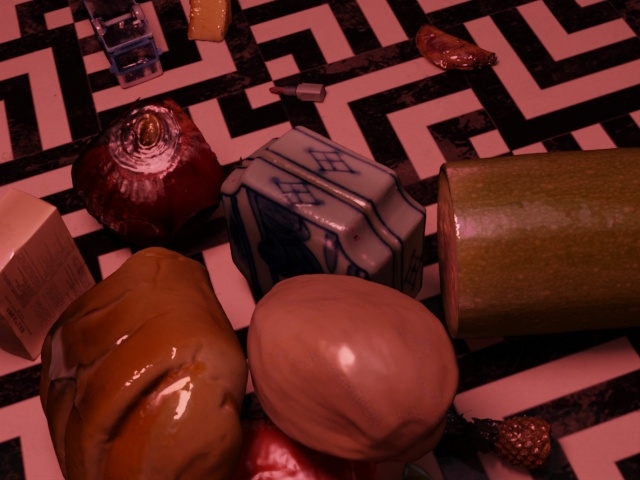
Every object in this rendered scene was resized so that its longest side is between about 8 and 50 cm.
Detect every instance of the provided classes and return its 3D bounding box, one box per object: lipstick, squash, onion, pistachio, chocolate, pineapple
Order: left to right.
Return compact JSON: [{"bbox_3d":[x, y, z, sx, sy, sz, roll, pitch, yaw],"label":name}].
[{"bbox_3d":[-0.275,-0.087,1.449,0.207,0.216,0.206,-38,81,-14],"label":"onion"},{"bbox_3d":[-0.041,0.351,1.164,0.238,0.108,0.234,-5,55,5],"label":"chocolate"},{"bbox_3d":[-0.045,-0.276,1.660,0.107,0.025,0.025,6,55,18],"label":"lipstick"},{"bbox_3d":[0.026,0.151,1.118,0.332,0.208,0.226,21,72,45],"label":"pistachio"},{"bbox_3d":[0.232,0.265,1.217,0.160,0.074,0.074,6,56,17],"label":"pineapple"},{"bbox_3d":[0.367,0.000,1.271,0.385,0.263,0.263,-4,54,3],"label":"squash"}]

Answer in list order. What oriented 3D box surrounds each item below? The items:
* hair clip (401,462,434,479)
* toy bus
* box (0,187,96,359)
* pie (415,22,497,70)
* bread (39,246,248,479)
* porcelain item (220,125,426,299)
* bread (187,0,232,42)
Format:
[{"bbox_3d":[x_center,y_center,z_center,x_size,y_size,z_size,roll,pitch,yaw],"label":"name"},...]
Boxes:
[{"bbox_3d":[0.117,0.383,1.165,0.060,0.033,0.188,12,54,12],"label":"hair clip"},{"bbox_3d":[-0.404,-0.437,1.754,0.106,0.131,0.297,-23,56,-10],"label":"toy bus"},{"bbox_3d":[-0.451,0.055,1.358,0.095,0.212,0.168,21,58,19],"label":"box"},{"bbox_3d":[0.244,-0.355,1.676,0.170,0.034,0.092,26,58,22],"label":"pie"},{"bbox_3d":[-0.239,0.205,1.142,0.300,0.210,0.341,-54,37,19],"label":"bread"},{"bbox_3d":[0.000,0.000,1.300,0.286,0.281,0.157,30,59,23],"label":"porcelain item"},{"bbox_3d":[-0.218,-0.456,1.761,0.084,0.109,0.080,11,53,9],"label":"bread"}]
